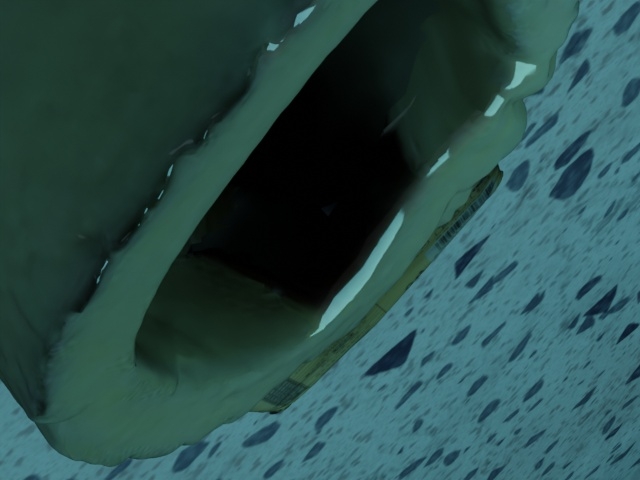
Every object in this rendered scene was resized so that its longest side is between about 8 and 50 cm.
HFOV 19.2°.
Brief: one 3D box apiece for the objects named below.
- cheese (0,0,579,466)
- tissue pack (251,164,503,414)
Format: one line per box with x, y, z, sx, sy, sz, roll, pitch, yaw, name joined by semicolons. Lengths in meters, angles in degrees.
-0.035;-0.071;0.828;0.332;0.153;0.292;-52;158;19;cheese
0.000;0.000;1.106;0.222;0.090;0.186;-46;161;3;tissue pack
